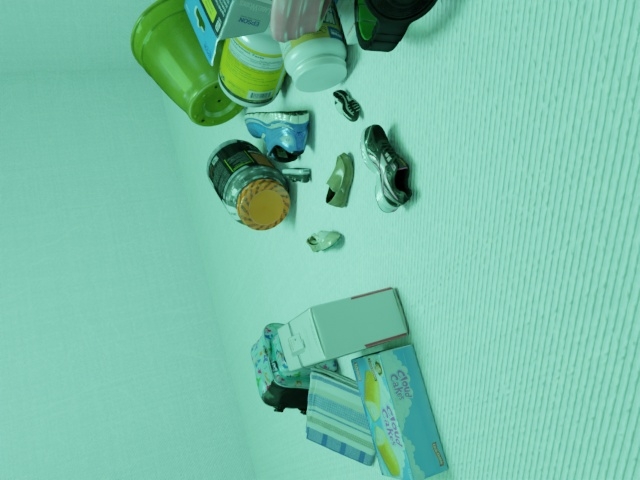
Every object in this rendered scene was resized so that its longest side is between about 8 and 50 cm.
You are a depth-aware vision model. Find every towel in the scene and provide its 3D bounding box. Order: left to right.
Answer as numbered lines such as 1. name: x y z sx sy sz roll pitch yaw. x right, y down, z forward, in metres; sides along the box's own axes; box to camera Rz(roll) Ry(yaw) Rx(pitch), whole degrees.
1. towel: 0.061 0.456 1.380 0.209 0.034 0.285 18 127 17

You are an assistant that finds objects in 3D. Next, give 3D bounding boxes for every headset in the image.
1. headset: 0.149 -0.468 0.838 0.394 0.185 0.244 123 146 -73

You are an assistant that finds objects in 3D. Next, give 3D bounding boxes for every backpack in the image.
1. backpack: -0.085 0.355 1.580 0.191 0.225 0.253 -62 34 22

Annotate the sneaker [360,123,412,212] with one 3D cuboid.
1. sneaker: 0.142 -0.151 1.062 0.077 0.072 0.178 -22 86 55

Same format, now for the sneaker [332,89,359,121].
1. sneaker: 0.061 -0.301 1.218 0.044 0.040 0.109 81 167 -49

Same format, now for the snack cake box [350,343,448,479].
1. snack cake box: 0.166 0.372 1.163 0.152 0.089 0.265 138 119 -64

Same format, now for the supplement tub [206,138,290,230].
1. supplement tub: -0.233 -0.180 1.727 0.338 0.207 0.207 -129 37 -51

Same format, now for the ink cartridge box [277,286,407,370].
1. ink cartridge box: 0.041 0.211 1.239 0.283 0.207 0.117 135 120 -64

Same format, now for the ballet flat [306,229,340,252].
1. ballet flat: 0.000 0.000 1.433 0.052 0.057 0.168 45 158 -8

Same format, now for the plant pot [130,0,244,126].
1. plant pot: -0.432 -0.611 1.900 0.353 0.366 0.366 59 151 19

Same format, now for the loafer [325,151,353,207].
1. loafer: 0.044 -0.142 1.295 0.056 0.050 0.148 -129 36 -49

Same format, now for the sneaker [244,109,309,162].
1. sneaker: -0.134 -0.301 1.551 0.330 0.129 0.147 -154 60 -62

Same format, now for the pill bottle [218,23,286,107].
1. pill bottle: -0.165 -0.535 1.453 0.334 0.187 0.188 127 129 -59

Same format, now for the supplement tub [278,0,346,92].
1. supplement tub: -0.023 -0.455 1.207 0.144 0.144 0.200 143 115 -65

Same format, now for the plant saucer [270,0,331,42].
1. plant saucer: -0.003 -0.524 0.981 0.332 0.084 0.332 -162 90 -87

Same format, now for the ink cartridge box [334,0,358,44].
1. ink cartridge box: 0.077 -0.476 1.083 0.088 0.052 0.123 140 119 -64

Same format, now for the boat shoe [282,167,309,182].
1. boat shoe: -0.073 -0.190 1.554 0.142 0.049 0.040 18 115 62

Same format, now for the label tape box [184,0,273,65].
1. label tape box: -0.183 -0.604 1.203 0.348 0.115 0.249 -55 49 41
